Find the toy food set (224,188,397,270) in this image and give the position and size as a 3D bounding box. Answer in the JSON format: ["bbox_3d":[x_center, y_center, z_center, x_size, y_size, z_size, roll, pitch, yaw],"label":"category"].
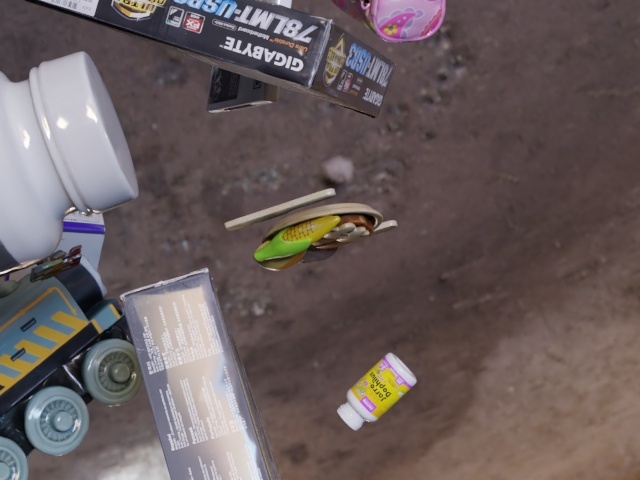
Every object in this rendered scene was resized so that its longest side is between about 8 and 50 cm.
[{"bbox_3d":[0.000,0.000,1.292,0.132,0.039,0.192,-18,164,21],"label":"toy food set"}]

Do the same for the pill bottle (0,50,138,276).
[{"bbox_3d":[-0.320,-0.042,1.067,0.318,0.176,0.176,-20,155,0],"label":"pill bottle"}]

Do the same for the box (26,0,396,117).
[{"bbox_3d":[-0.096,-0.206,1.276,0.295,0.293,0.073,-6,116,-76],"label":"box"}]

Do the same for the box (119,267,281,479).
[{"bbox_3d":[-0.084,0.245,1.276,0.097,0.395,0.318,-16,171,-6],"label":"box"}]

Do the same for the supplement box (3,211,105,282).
[{"bbox_3d":[-0.353,-0.039,1.684,0.111,0.220,0.114,4,127,-20],"label":"supplement box"}]

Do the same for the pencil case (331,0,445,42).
[{"bbox_3d":[0.066,-0.363,1.805,0.124,0.284,0.124,-10,119,-19],"label":"pencil case"}]

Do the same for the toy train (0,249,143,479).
[{"bbox_3d":[-0.348,0.157,1.461,0.334,0.190,0.142,-41,-161,-29],"label":"toy train"}]

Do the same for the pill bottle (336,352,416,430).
[{"bbox_3d":[0.057,0.159,1.357,0.083,0.043,0.043,-44,152,5],"label":"pill bottle"}]

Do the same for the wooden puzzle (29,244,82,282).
[{"bbox_3d":[-0.249,0.024,1.224,0.049,0.006,0.083,-24,173,-18],"label":"wooden puzzle"}]

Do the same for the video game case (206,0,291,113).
[{"bbox_3d":[-0.079,-0.247,1.506,0.022,0.190,0.173,9,177,-27],"label":"video game case"}]
